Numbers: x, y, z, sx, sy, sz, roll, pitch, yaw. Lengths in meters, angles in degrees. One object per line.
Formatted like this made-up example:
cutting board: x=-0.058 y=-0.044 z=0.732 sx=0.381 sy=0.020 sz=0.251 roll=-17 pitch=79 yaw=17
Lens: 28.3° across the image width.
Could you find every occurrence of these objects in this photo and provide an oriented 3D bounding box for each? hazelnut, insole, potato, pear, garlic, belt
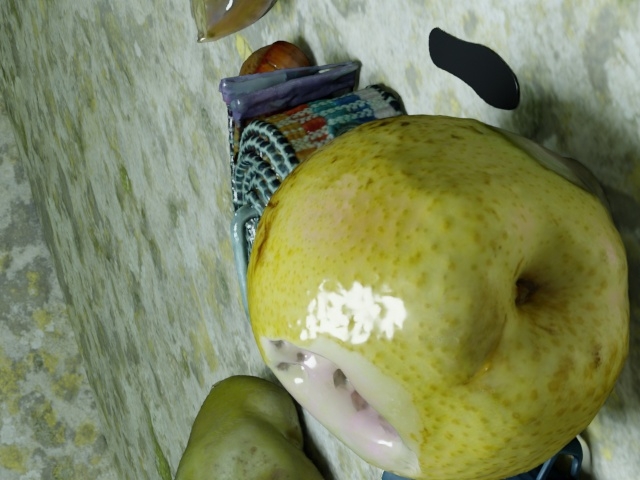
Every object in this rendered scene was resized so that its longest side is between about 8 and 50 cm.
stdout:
hazelnut: x=-0.044 y=-0.159 z=1.298 sx=0.086 sy=0.086 sz=0.086 roll=165 pitch=90 yaw=-69
insole: x=0.118 y=-0.136 z=0.994 sx=0.135 sy=0.002 sz=0.045 roll=-138 pitch=40 yaw=-55
potato: x=-0.081 y=0.324 z=1.553 sx=0.218 sy=0.202 sz=0.351 roll=84 pitch=174 yaw=-51
pear: x=0.082 y=0.040 z=0.865 sx=0.271 sy=0.271 sz=0.271 roll=165 pitch=90 yaw=-69
garlic: x=-0.078 y=-0.292 z=1.250 sx=0.087 sy=0.101 sz=0.196 roll=-125 pitch=29 yaw=-51
belt: x=0.000 y=0.000 z=1.163 sx=0.207 sy=0.160 sz=0.295 roll=-145 pitch=44 yaw=-59

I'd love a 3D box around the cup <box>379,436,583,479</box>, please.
cup: x=0.147 y=0.199 z=1.002 sx=0.155 sy=0.131 sz=0.177 roll=35 pitch=110 yaw=54
